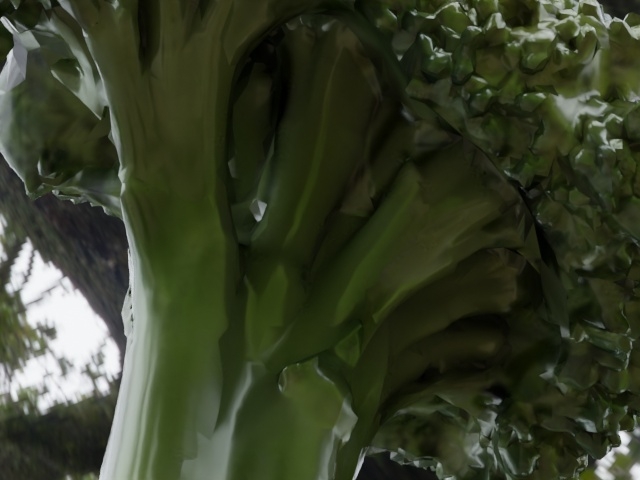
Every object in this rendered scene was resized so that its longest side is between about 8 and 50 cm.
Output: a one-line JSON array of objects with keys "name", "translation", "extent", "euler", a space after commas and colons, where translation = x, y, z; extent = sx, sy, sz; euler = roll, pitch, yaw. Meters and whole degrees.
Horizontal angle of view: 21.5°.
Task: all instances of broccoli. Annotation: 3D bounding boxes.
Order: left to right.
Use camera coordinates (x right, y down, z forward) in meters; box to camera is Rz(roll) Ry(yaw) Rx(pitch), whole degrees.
[{"name": "broccoli", "translation": [0.016, -0.016, 0.636], "extent": [0.249, 0.302, 0.375], "euler": [-29, -56, 6]}]
